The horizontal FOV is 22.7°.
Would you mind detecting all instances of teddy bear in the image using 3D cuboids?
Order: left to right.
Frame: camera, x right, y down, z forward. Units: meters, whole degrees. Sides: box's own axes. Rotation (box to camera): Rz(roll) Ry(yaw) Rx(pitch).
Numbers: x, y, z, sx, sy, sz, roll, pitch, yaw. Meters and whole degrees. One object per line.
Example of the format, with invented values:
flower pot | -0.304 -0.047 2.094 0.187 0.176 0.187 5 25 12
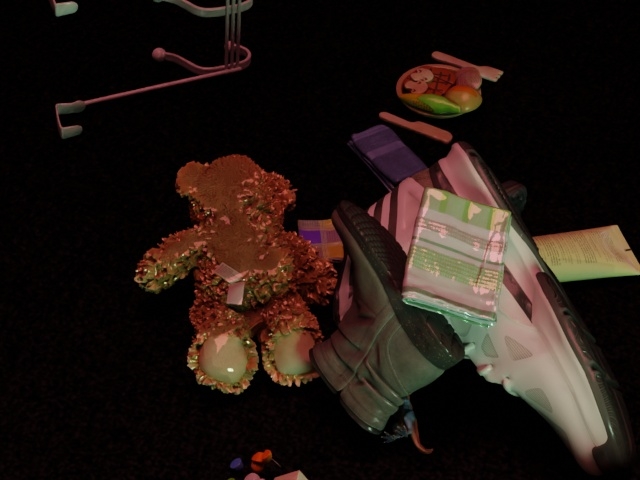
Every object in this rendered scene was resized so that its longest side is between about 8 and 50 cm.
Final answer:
teddy bear | -0.096 0.051 1.982 0.245 0.113 0.338 -23 56 -15

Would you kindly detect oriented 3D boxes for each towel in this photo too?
towel | 0.000 0.000 2.092 0.060 0.009 0.083 -1 43 -2
towel | 0.095 -0.113 2.202 0.067 0.029 0.119 -22 47 -23
towel | 0.155 0.016 1.792 0.113 0.023 0.152 18 60 -8

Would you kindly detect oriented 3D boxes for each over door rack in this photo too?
over door rack | -0.247 -0.311 2.249 0.324 0.239 0.108 -24 51 -25

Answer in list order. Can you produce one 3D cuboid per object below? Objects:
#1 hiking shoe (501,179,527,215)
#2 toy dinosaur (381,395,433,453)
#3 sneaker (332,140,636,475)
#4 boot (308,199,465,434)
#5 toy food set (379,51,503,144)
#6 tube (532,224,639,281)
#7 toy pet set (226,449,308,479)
hiking shoe | 0.165 -0.037 2.081 0.227 0.086 0.114 -26 53 -26
toy dinosaur | 0.096 0.205 1.871 0.090 0.047 0.082 41 37 -7
sneaker | 0.176 0.124 1.898 0.257 0.169 0.447 -32 64 10
boot | 0.041 0.088 1.833 0.083 0.161 0.246 9 45 -60
toy food set | 0.176 -0.223 2.315 0.132 0.038 0.192 21 46 19
tube | 0.292 0.026 2.046 0.240 0.062 0.070 -7 87 -16
toy pet set | -0.050 0.293 1.759 0.114 0.065 0.122 -21 31 29
